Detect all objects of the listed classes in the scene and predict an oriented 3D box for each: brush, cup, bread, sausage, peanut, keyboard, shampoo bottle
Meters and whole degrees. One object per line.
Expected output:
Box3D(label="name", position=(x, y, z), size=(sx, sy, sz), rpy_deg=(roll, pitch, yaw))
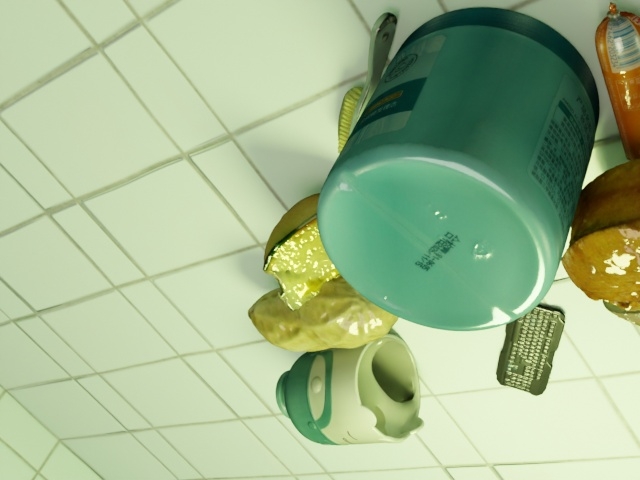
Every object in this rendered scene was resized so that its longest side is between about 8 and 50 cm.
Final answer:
Box3D(label="brush", position=(0.065, -0.238, 1.346), size=(0.060, 0.068, 0.297), rpy_deg=(37, 140, 25))
Box3D(label="cup", position=(0.086, 0.328, 1.803), size=(0.257, 0.219, 0.289), rpy_deg=(-15, 155, 40))
Box3D(label="bread", position=(0.002, -0.006, 1.558), size=(0.174, 0.251, 0.133), rpy_deg=(61, 173, -33))
Box3D(label="sausage", position=(0.424, -0.217, 1.149), size=(0.071, 0.071, 0.234), rpy_deg=(-5, 129, 33))
Box3D(label="peanut", position=(0.010, 0.144, 1.674), size=(0.340, 0.174, 0.158), rpy_deg=(-21, 89, 45))
Box3D(label="bread", position=(0.492, -0.003, 1.191), size=(0.312, 0.172, 0.312), rpy_deg=(3, 156, 1))
Box3D(label="keyboard", position=(0.403, 0.211, 1.634), size=(0.106, 0.016, 0.262), rpy_deg=(15, 137, 15))
Box3D(label="shampoo bottle", position=(0.200, -0.097, 1.189), size=(0.331, 0.343, 0.331), rpy_deg=(15, 138, 14))

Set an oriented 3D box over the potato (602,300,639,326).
Box3D(label="potato", position=(0.561, 0.127, 1.406), size=(0.172, 0.089, 0.101), rpy_deg=(-21, 122, 40))
